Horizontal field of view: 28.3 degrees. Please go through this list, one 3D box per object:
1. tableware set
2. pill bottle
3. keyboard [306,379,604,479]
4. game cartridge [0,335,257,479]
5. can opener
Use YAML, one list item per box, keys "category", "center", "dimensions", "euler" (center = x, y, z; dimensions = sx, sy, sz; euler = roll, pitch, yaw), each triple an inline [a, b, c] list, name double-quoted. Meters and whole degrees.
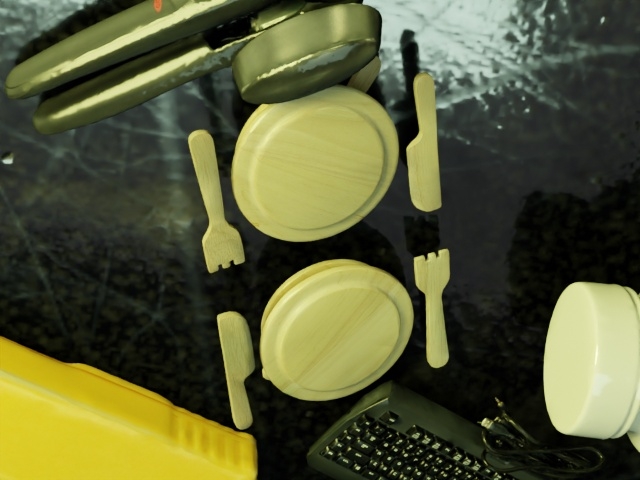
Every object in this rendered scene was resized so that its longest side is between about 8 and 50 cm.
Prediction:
- category: "tableware set"
  center: [0.000, 0.000, 0.660]
  dimensions: [0.128, 0.039, 0.194]
  euler: [-16, 126, -13]
- category: "pill bottle"
  center: [0.218, 0.071, 0.677]
  dimensions: [0.180, 0.108, 0.108]
  euler: [6, 118, -8]
- category: "keyboard"
  center: [0.092, 0.141, 0.733]
  dimensions: [0.192, 0.038, 0.100]
  euler: [30, 114, -29]
- category: "game cartridge"
  center: [-0.230, 0.171, 0.737]
  dimensions: [0.324, 0.052, 0.285]
  euler: [25, 114, -20]
- category: "can opener"
  center: [-0.063, -0.094, 0.594]
  dimensions: [0.186, 0.073, 0.059]
  euler: [-12, 128, 13]
